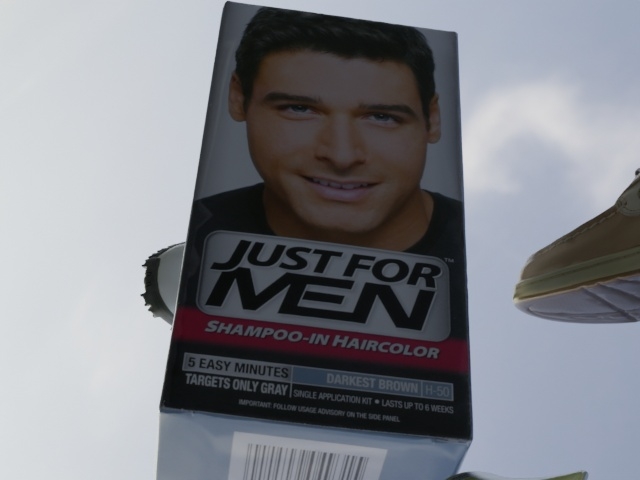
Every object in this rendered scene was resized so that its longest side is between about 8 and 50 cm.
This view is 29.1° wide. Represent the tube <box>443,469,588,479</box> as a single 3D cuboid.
[{"bbox_3d":[0.073,0.134,0.513,0.062,0.240,0.070,-15,-99,1],"label":"tube"}]

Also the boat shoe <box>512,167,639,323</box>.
[{"bbox_3d":[0.294,-0.025,0.924,0.341,0.122,0.110,-23,-119,35],"label":"boat shoe"}]

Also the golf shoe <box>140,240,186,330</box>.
[{"bbox_3d":[-0.047,0.044,1.246,0.120,0.273,0.105,-26,-118,50],"label":"golf shoe"}]

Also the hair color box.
[{"bbox_3d":[0.000,0.000,0.864,0.113,0.186,0.374,102,-6,-48],"label":"hair color box"}]
